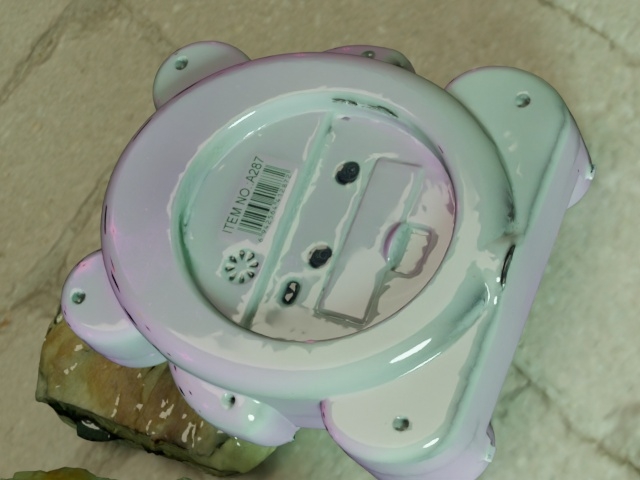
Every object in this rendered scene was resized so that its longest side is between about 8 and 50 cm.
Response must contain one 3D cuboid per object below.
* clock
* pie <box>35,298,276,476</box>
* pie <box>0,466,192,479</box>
[{"bbox_3d":[0.000,0.000,1.045,0.248,0.090,0.227,14,72,25],"label":"clock"},{"bbox_3d":[-0.072,0.044,1.155,0.218,0.052,0.185,14,74,47],"label":"pie"},{"bbox_3d":[-0.087,0.222,0.904,0.306,0.306,0.071,-114,35,-44],"label":"pie"}]
